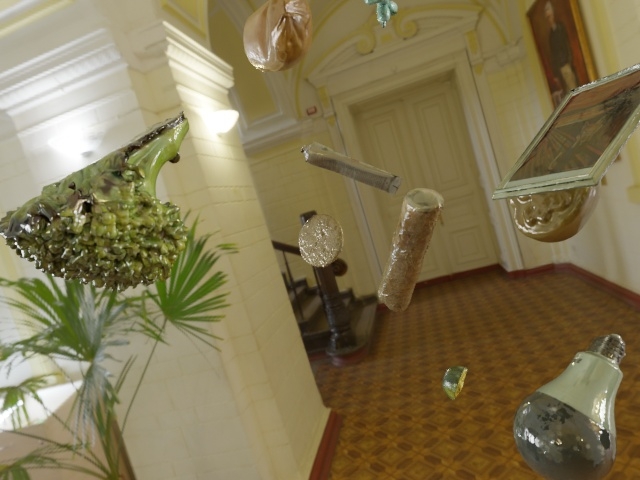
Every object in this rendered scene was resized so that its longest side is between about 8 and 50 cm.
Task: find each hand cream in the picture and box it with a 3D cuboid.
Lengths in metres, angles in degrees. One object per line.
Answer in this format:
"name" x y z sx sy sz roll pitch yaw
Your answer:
"hand cream" 0.046 -0.114 0.665 0.165 0.037 0.057 22 -20 5

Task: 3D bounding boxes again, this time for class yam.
"yam" 0.144 0.027 0.703 0.066 0.066 0.300 -18 -33 -14

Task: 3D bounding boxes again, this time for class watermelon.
"watermelon" 0.406 0.429 1.297 0.062 0.106 0.105 21 23 25

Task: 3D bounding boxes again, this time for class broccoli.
"broccoli" -0.250 -0.031 0.575 0.242 0.180 0.273 2 38 48

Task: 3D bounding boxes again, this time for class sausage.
"sausage" -0.083 -0.408 0.846 0.116 0.134 0.354 9 17 -20

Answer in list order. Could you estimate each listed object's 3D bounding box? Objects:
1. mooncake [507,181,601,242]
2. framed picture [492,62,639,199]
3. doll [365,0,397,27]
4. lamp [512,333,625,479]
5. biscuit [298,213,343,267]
"mooncake" 0.640 -0.121 1.168 0.117 0.235 0.234 16 -16 -33
"framed picture" 0.413 -0.179 0.677 0.273 0.016 0.216 -51 12 -10
"doll" 0.160 -0.664 1.139 0.059 0.159 0.159 -2 45 23
"lamp" 0.519 0.342 0.878 0.182 0.182 0.314 -11 39 56
"biscuit" 0.000 0.000 0.922 0.120 0.120 0.015 -14 -14 33
